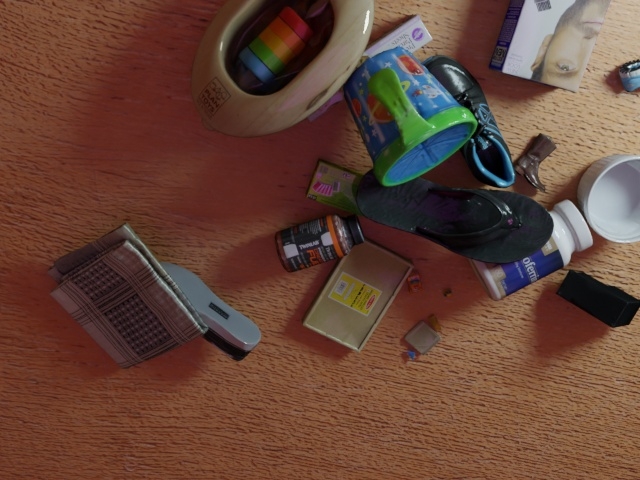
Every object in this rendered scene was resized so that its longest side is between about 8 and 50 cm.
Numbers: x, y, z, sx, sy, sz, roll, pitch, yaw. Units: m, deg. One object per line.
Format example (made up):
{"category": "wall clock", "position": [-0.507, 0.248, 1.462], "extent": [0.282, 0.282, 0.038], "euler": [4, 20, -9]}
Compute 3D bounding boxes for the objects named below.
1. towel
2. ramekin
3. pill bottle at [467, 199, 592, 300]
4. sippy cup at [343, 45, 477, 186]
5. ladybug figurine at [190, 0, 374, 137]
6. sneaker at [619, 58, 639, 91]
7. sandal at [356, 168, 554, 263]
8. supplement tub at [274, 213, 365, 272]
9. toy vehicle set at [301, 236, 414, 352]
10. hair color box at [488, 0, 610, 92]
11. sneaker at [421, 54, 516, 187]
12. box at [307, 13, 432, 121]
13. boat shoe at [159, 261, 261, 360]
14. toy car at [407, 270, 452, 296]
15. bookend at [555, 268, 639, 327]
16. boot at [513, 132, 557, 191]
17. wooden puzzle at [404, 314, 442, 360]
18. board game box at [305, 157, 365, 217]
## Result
{"category": "towel", "position": [-0.459, 0.142, 1.670], "extent": [0.312, 0.056, 0.324], "euler": [-25, 108, 33]}
{"category": "ramekin", "position": [0.706, -0.106, 1.697], "extent": [0.207, 0.109, 0.207], "euler": [-1, 108, -4]}
{"category": "pill bottle", "position": [0.490, 0.019, 1.702], "extent": [0.264, 0.153, 0.153], "euler": [-29, 107, 5]}
{"category": "sippy cup", "position": [0.168, -0.267, 1.502], "extent": [0.240, 0.305, 0.224], "euler": [-23, 74, -24]}
{"category": "ladybug figurine", "position": [-0.076, -0.389, 1.503], "extent": [0.449, 0.162, 0.305], "euler": [-39, 78, 10]}
{"category": "sneaker", "position": [0.763, -0.385, 1.646], "extent": [0.162, 0.063, 0.073], "euler": [-16, 126, 6]}
{"category": "sandal", "position": [0.296, -0.052, 1.597], "extent": [0.445, 0.107, 0.168], "euler": [12, 89, 3]}
{"category": "supplement tub", "position": [0.000, 0.000, 1.680], "extent": [0.198, 0.106, 0.106], "euler": [-18, 108, 9]}
{"category": "toy vehicle set", "position": [0.090, 0.130, 1.772], "extent": [0.166, 0.035, 0.267], "euler": [28, 104, -12]}
{"category": "hair color box", "position": [0.513, -0.510, 1.557], "extent": [0.185, 0.110, 0.339], "euler": [12, 108, -9]}
{"category": "sneaker", "position": [0.339, -0.264, 1.607], "extent": [0.125, 0.140, 0.341], "euler": [-35, 105, 10]}
{"category": "box", "position": [0.090, -0.380, 1.593], "extent": [0.324, 0.063, 0.067], "euler": [-32, 107, 7]}
{"category": "boat shoe", "position": [-0.289, 0.175, 1.728], "extent": [0.306, 0.113, 0.105], "euler": [35, 122, -9]}
{"category": "toy car", "position": [0.270, 0.109, 1.775], "extent": [0.122, 0.040, 0.060], "euler": [2, 108, -4]}
{"category": "bookend", "position": [0.691, 0.141, 1.785], "extent": [0.157, 0.156, 0.072], "euler": [35, 108, 32]}
{"category": "boot", "position": [0.525, -0.185, 1.701], "extent": [0.106, 0.037, 0.114], "euler": [36, 98, -16]}
{"category": "wooden puzzle", "position": [0.260, 0.246, 1.834], "extent": [0.116, 0.014, 0.078], "euler": [-39, 102, 8]}
{"category": "board game box", "position": [0.066, -0.117, 1.687], "extent": [0.181, 0.043, 0.092], "euler": [18, 106, -9]}
